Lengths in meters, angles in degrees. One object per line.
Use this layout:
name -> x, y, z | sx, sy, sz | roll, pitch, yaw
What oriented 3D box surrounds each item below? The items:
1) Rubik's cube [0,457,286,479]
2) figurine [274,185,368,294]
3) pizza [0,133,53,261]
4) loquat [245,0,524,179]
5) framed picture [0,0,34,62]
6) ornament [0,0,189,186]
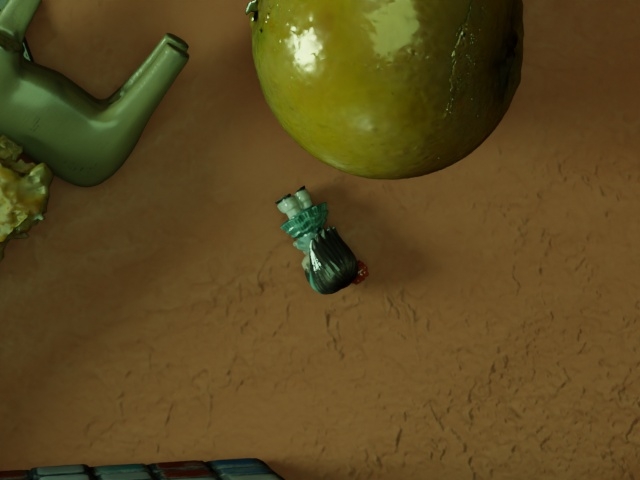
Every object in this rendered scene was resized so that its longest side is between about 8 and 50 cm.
Rubik's cube -> -0.159, 0.352, 1.617 | 0.292, 0.293, 0.287 | -2, 92, -10
figurine -> 0.000, 0.000, 1.752 | 0.060, 0.047, 0.106 | -27, 87, -40
pizza -> -0.430, 0.017, 1.646 | 0.406, 0.130, 0.440 | -12, 99, -12
loquat -> 0.062, -0.185, 1.638 | 0.263, 0.263, 0.263 | 0, 93, -6
framed picture -> -0.346, -0.204, 1.717 | 0.128, 0.023, 0.168 | -20, 95, -4
ornament -> -0.275, -0.129, 1.687 | 0.230, 0.061, 0.245 | 30, 107, -19
